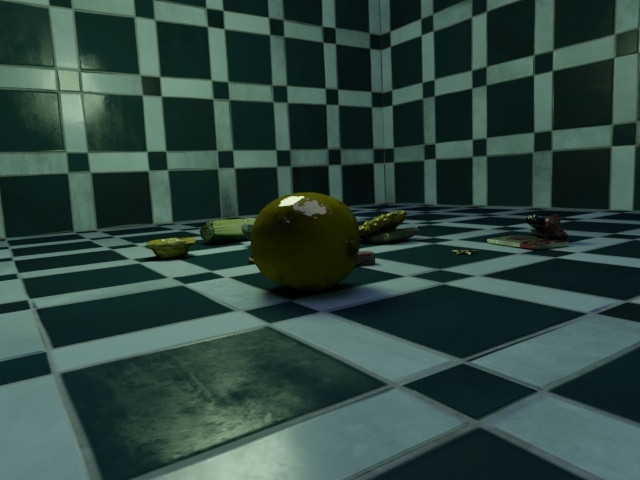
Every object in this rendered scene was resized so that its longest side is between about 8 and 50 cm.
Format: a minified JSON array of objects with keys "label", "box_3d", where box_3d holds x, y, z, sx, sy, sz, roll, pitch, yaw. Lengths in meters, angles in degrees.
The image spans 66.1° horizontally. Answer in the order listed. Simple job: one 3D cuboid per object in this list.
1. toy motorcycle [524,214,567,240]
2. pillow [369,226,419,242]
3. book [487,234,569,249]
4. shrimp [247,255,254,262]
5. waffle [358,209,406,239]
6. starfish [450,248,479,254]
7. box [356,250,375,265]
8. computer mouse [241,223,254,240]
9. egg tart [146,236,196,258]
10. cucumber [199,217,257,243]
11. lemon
[{"label":"toy motorcycle","box_3d":[0.842,-0.044,1.801,0.212,0.084,0.118,24,-13,-38]},{"label":"pillow","box_3d":[0.302,-0.023,2.026,0.208,0.053,0.119,-8,0,-37]},{"label":"book","box_3d":[0.747,0.006,1.781,0.162,0.022,0.232,-4,8,-22]},{"label":"shrimp","box_3d":[-0.194,0.058,1.706,0.091,0.025,0.127,2,11,40]},{"label":"waffle","box_3d":[0.247,-0.068,2.035,0.243,0.059,0.238,-25,-13,18]},{"label":"starfish","box_3d":[0.490,0.038,1.667,0.086,0.016,0.092,-2,5,-7]},{"label":"box","box_3d":[0.061,0.061,1.539,0.218,0.040,0.055,-4,6,-8]},{"label":"computer mouse","box_3d":[-0.222,-0.029,2.167,0.167,0.090,0.379,0,2,18]},{"label":"egg tart","box_3d":[-0.571,0.028,1.886,0.191,0.074,0.191,-4,7,0]},{"label":"cucumber","box_3d":[-0.394,-0.043,2.288,0.325,0.105,0.145,-10,-16,-43]},{"label":"lemon","box_3d":[-0.039,0.002,1.233,0.284,0.260,0.260,-24,-7,36]}]
